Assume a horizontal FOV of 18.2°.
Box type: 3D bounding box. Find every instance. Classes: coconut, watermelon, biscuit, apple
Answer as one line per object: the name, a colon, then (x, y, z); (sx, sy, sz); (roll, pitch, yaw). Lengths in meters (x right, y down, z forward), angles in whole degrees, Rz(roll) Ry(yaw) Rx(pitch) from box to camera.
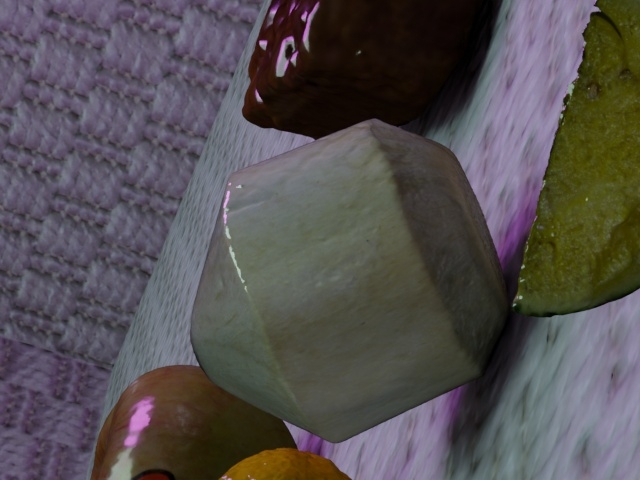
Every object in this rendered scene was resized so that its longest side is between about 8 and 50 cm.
coconut: (0.012, 0.031, 1.367); (0.222, 0.202, 0.202); (-24, 21, 8)
watermelon: (0.166, -0.044, 1.053); (0.075, 0.092, 0.182); (-52, -26, -76)
biscuit: (0.069, -0.286, 1.856); (0.342, 0.166, 0.395); (149, 140, -79)
apple: (-0.123, 0.249, 1.866); (0.261, 0.194, 0.261); (-164, 90, -83)

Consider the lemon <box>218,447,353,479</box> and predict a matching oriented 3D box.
lemon: (-0.026, 0.228, 1.489); (0.187, 0.142, 0.142); (-84, 15, -47)
